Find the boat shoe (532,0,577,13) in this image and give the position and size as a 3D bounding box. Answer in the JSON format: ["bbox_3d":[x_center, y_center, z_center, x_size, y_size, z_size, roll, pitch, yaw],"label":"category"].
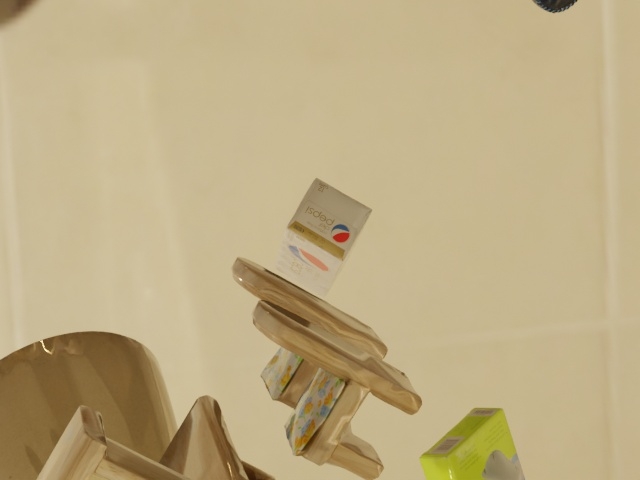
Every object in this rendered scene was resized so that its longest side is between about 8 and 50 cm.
[{"bbox_3d":[0.303,-0.347,1.894,0.258,0.109,0.089,-62,32,32],"label":"boat shoe"}]

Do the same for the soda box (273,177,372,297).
[{"bbox_3d":[0.000,0.000,1.977,0.069,0.074,0.216,-59,-2,-14],"label":"soda box"}]

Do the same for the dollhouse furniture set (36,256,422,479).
[{"bbox_3d":[-0.119,0.211,1.335,0.362,0.256,0.394,-59,16,6],"label":"dollhouse furniture set"}]

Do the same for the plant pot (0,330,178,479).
[{"bbox_3d":[-0.240,0.282,1.894,0.274,0.257,0.256,57,152,38],"label":"plant pot"}]

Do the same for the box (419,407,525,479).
[{"bbox_3d":[0.170,0.275,1.822,0.042,0.109,0.178,-5,111,42],"label":"box"}]
